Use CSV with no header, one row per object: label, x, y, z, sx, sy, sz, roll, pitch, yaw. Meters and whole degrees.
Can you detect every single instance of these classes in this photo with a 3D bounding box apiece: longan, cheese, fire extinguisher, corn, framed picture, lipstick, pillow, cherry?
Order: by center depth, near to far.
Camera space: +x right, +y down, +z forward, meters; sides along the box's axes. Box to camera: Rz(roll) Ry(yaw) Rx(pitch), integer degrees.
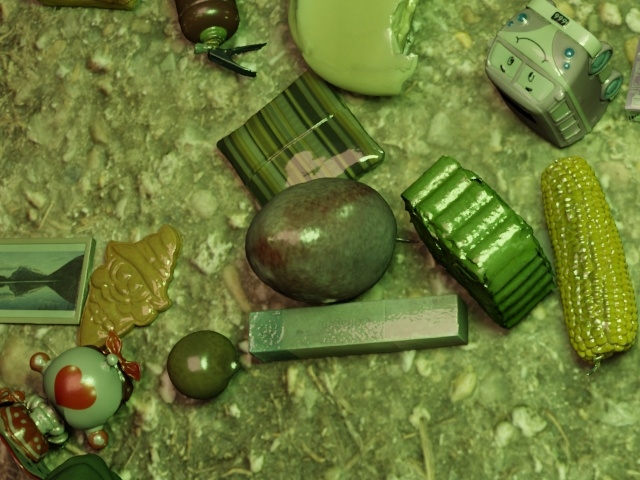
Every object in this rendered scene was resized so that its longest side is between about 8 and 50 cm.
corn,0.370,0.030,1.673,0.101,0.101,0.310,-12,67,17
cherry,0.000,0.000,1.766,0.213,0.266,0.183,-20,78,36
lipstick,0.053,0.128,1.777,0.317,0.068,0.066,-7,69,19
longan,-0.174,0.186,1.834,0.113,0.092,0.113,-3,54,4
cheese,0.075,-0.356,1.861,0.233,0.127,0.266,21,110,25
pillow,-0.035,-0.142,1.913,0.212,0.052,0.208,-38,67,6
framed picture,-0.474,0.067,2.033,0.203,0.015,0.150,0,73,21
fire extinguisher,-0.179,-0.416,2.045,0.138,0.102,0.344,-7,66,-18

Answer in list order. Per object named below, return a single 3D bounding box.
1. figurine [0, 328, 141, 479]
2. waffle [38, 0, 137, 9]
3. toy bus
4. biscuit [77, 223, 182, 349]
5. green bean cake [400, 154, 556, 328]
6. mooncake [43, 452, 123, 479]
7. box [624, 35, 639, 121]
figurine,-0.383,0.236,1.879,0.226,0.160,0.183,-41,63,-6
waffle,-0.389,-0.572,2.176,0.224,0.098,0.327,7,74,25
toy bus,0.326,-0.235,1.721,0.142,0.202,0.142,-46,62,4
biscuit,-0.311,0.079,1.960,0.162,0.035,0.250,33,88,31
green bean cake,0.217,0.003,1.678,0.113,0.214,0.200,-40,61,-1
mooncake,-0.332,0.397,1.778,0.104,0.175,0.168,-33,48,7
box,0.465,-0.231,1.750,0.036,0.050,0.117,9,78,22
